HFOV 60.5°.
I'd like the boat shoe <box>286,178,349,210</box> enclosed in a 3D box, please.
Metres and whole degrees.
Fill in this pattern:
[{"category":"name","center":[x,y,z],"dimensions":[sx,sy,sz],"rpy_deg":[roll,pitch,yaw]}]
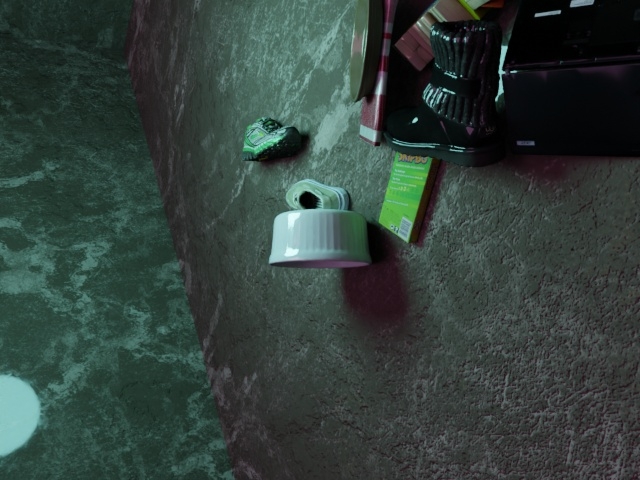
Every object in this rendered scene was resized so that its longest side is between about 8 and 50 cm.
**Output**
[{"category":"boat shoe","center":[-0.033,-0.131,1.666],"dimensions":[0.302,0.094,0.109],"rpy_deg":[9,101,57]}]

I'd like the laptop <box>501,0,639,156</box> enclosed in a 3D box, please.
[{"category":"laptop","center":[0.444,-0.291,0.922],"dimensions":[0.234,0.136,0.265],"rpy_deg":[9,77,40]}]

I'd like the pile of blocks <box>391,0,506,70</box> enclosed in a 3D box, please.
[{"category":"pile of blocks","center":[0.288,-0.467,1.141],"dimensions":[0.112,0.149,0.362],"rpy_deg":[42,158,-12]}]

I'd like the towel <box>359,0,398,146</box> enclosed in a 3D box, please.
[{"category":"towel","center":[0.139,-0.402,1.324],"dimensions":[0.237,0.037,0.329],"rpy_deg":[-101,15,-75]}]

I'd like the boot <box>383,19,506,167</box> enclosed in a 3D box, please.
[{"category":"boot","center":[0.237,-0.307,1.109],"dimensions":[0.348,0.131,0.260],"rpy_deg":[27,139,54]}]

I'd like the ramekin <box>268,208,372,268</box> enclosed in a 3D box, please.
[{"category":"ramekin","center":[0.000,0.000,1.477],"dimensions":[0.277,0.277,0.135],"rpy_deg":[-10,78,57]}]

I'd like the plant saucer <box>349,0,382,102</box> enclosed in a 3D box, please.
[{"category":"plant saucer","center":[0.107,-0.468,1.301],"dimensions":[0.278,0.041,0.278],"rpy_deg":[-178,90,-86]}]

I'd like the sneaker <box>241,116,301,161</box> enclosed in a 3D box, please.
[{"category":"sneaker","center":[-0.178,-0.347,1.832],"dimensions":[0.343,0.134,0.146],"rpy_deg":[5,97,58]}]

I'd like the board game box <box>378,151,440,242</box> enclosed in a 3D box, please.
[{"category":"board game box","center":[0.217,-0.136,1.330],"dimensions":[0.124,0.039,0.260],"rpy_deg":[41,130,47]}]
